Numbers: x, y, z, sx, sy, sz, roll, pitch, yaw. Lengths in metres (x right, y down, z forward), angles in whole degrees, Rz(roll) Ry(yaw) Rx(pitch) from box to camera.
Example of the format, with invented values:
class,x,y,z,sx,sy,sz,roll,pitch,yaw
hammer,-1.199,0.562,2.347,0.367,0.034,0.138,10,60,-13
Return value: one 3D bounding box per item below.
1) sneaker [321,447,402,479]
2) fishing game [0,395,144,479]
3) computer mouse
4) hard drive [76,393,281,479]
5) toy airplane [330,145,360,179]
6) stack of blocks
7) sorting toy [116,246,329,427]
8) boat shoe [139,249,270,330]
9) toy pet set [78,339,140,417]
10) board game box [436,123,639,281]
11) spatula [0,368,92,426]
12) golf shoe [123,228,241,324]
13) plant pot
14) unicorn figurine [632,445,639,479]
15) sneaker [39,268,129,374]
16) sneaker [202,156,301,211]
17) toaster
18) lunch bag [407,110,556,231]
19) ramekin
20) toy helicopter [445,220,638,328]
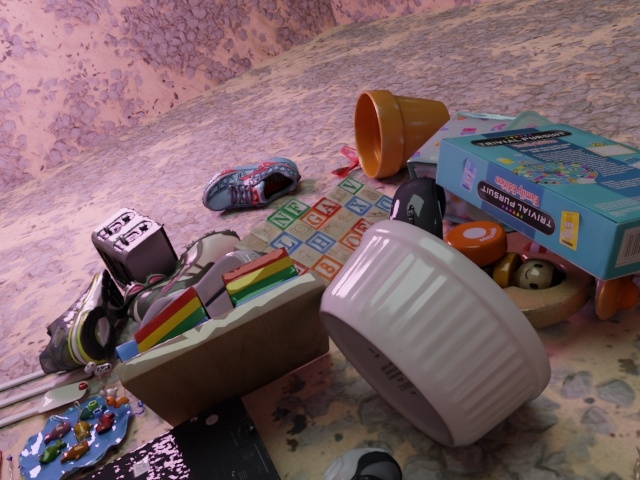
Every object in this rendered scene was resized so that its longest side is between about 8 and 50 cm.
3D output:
class,x,y,z,sx,sy,sz,roll,pitch,yaw
sneaker,0.066,0.267,0.540,0.153,0.101,0.268,-11,1,24
fishing game,-0.382,0.296,0.920,0.264,0.041,0.189,-26,25,-14
computer mouse,0.193,-0.016,0.993,0.184,0.060,0.262,-3,57,26
hard drive,-0.206,0.342,0.691,0.339,0.064,0.237,-26,28,-14
toy airplane,0.089,-0.194,1.528,0.151,0.028,0.151,-6,38,4
stack of blocks,0.000,0.000,1.086,0.171,0.087,0.297,30,48,19
sorting toy,-0.123,0.132,0.809,0.255,0.257,0.089,-25,64,-11
boat shoe,-0.172,0.123,0.977,0.335,0.121,0.119,-32,-20,35
toy pet set,-0.336,0.212,0.971,0.114,0.065,0.122,-23,23,-29
board game box,0.367,-0.075,0.845,0.254,0.079,0.336,-10,29,-22
spatula,-0.522,0.274,1.075,0.242,0.019,0.168,-19,28,0
golf shoe,-0.250,0.084,1.189,0.273,0.105,0.120,-39,50,-25
plant pot,0.199,-0.259,1.419,0.188,0.205,0.205,-9,25,-12
unicorn figurine,0.368,0.229,0.541,0.111,0.060,0.162,-40,17,-34
sneaker,-0.460,0.150,1.159,0.121,0.111,0.300,-21,20,2
sneaker,-0.177,-0.137,1.519,0.262,0.104,0.125,-21,29,-3
toaster,-0.378,0.039,1.262,0.110,0.185,0.168,-38,40,-28
lunch bag,0.330,-0.135,1.122,0.262,0.160,0.223,14,44,38
ramekin,0.115,0.116,0.694,0.127,0.273,0.273,-42,32,-15
toy helicopter,0.365,0.026,0.831,0.355,0.140,0.235,-24,25,-22
